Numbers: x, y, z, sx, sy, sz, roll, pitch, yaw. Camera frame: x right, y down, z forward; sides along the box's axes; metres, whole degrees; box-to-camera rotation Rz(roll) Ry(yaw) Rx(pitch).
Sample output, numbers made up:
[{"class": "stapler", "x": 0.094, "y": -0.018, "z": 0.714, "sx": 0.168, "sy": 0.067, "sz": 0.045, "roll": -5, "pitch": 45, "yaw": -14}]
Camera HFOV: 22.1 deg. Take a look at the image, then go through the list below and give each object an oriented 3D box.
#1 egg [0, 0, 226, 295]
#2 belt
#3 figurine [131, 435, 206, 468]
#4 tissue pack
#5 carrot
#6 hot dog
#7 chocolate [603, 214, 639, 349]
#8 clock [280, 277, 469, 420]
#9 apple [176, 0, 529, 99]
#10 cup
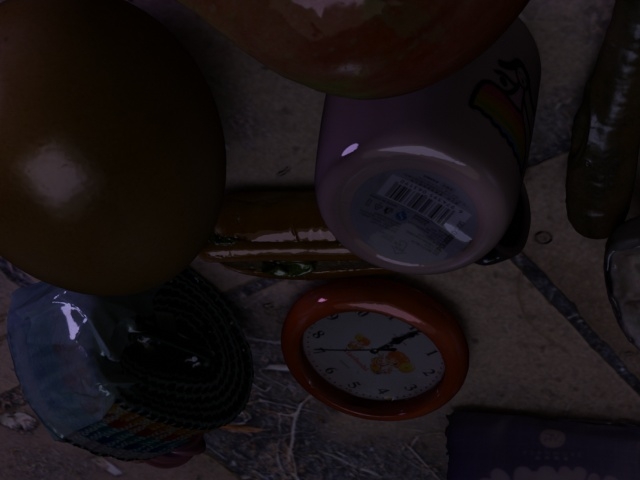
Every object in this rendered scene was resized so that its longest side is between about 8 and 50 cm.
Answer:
[{"class": "egg", "x": -0.211, "y": -0.081, "z": 1.487, "sx": 0.250, "sy": 0.250, "sz": 0.322, "roll": -6, "pitch": 139, "yaw": 19}, {"class": "belt", "x": -0.200, "y": 0.116, "z": 1.715, "sx": 0.257, "sy": 0.207, "sz": 0.150, "roll": 26, "pitch": 136, "yaw": -37}, {"class": "figurine", "x": -0.191, "y": 0.208, "z": 1.889, "sx": 0.126, "sy": 0.114, "sz": 0.157, "roll": 55, "pitch": 162, "yaw": 6}, {"class": "tissue pack", "x": 0.238, "y": 0.354, "z": 1.751, "sx": 0.242, "sy": 0.343, "sz": 0.125, "roll": 5, "pitch": 138, "yaw": 7}, {"class": "carrot", "x": 0.265, "y": -0.136, "z": 1.457, "sx": 0.070, "sy": 0.070, "sz": 0.342, "roll": 8, "pitch": 133, "yaw": 5}, {"class": "hot dog", "x": 0.000, "y": 0.000, "z": 1.649, "sx": 0.250, "sy": 0.068, "sz": 0.100, "roll": -1, "pitch": 133, "yaw": 13}, {"class": "chocolate", "x": 0.419, "y": 0.007, "z": 1.533, "sx": 0.303, "sy": 0.100, "sz": 0.185, "roll": -14, "pitch": 130, "yaw": 15}, {"class": "clock", "x": 0.059, "y": 0.118, "z": 1.765, "sx": 0.205, "sy": 0.051, "sz": 0.205, "roll": 7, "pitch": 135, "yaw": 7}, {"class": "apple", "x": 0.031, "y": -0.264, "z": 1.209, "sx": 0.319, "sy": 0.319, "sz": 0.277, "roll": 31, "pitch": 111, "yaw": -18}, {"class": "cup", "x": 0.109, "y": -0.071, "z": 1.458, "sx": 0.192, "sy": 0.200, "sz": 0.253, "roll": -20, "pitch": 128, "yaw": 29}]
